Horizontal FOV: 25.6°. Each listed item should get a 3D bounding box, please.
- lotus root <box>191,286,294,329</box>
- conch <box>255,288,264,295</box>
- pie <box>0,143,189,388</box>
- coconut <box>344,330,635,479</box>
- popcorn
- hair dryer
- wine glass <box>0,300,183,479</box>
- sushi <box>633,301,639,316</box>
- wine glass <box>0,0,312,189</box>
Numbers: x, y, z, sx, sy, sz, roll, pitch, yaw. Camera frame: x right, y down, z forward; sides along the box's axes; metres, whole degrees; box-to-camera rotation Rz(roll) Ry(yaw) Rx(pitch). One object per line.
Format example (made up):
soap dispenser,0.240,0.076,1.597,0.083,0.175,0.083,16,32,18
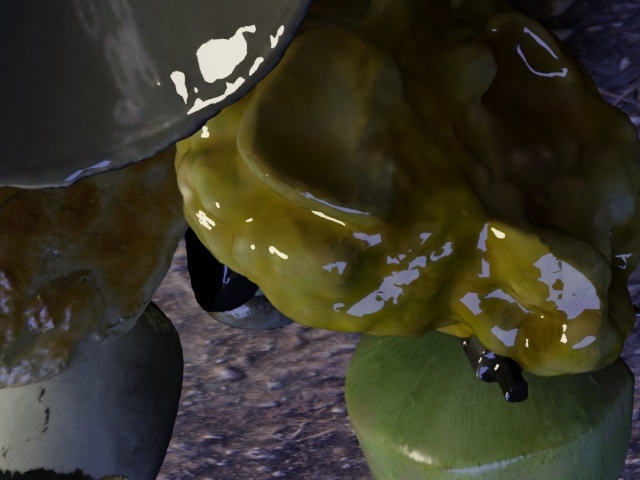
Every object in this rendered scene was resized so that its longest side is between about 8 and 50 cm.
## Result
lotus root,-0.060,0.057,1.477,0.165,0.088,0.088,7,155,-38
conch,-0.006,-0.004,1.379,0.065,0.088,0.180,47,127,0
pie,-0.225,-0.054,1.011,0.338,0.337,0.075,22,-178,-41
coconut,0.182,0.177,1.522,0.328,0.281,0.328,23,143,19
popcorn,0.061,-0.046,1.019,0.334,0.292,0.293,6,159,-4
hair dryer,0.052,0.007,1.189,0.320,0.284,0.155,0,111,-9
wine glass,-0.235,0.074,1.217,0.238,0.322,0.238,-1,153,0
sushi,0.445,0.042,1.362,0.239,0.218,0.225,23,118,7
wine glass,-0.135,-0.250,0.422,0.267,0.406,0.267,-1,157,-1
